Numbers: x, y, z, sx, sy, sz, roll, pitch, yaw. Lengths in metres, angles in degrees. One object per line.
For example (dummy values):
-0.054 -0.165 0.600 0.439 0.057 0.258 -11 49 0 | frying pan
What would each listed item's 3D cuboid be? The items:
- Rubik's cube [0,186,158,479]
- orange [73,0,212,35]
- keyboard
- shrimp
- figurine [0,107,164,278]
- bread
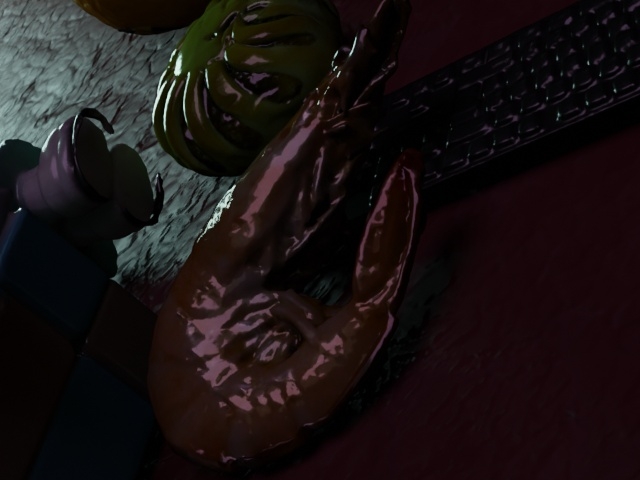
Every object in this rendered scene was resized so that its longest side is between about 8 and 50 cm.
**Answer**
-0.222 0.076 0.660 0.265 0.213 0.224 -21 40 38 | Rubik's cube
-0.116 -0.233 0.958 0.178 0.155 0.177 -33 20 14 | orange
0.106 -0.072 0.627 0.310 0.018 0.101 -23 37 33 | keyboard
-0.003 -0.002 0.617 0.133 0.053 0.236 26 87 55 | shrimp
-0.206 0.010 0.814 0.246 0.138 0.110 -22 55 26 | figurine
-0.042 -0.099 0.789 0.130 0.071 0.139 -24 37 39 | bread
